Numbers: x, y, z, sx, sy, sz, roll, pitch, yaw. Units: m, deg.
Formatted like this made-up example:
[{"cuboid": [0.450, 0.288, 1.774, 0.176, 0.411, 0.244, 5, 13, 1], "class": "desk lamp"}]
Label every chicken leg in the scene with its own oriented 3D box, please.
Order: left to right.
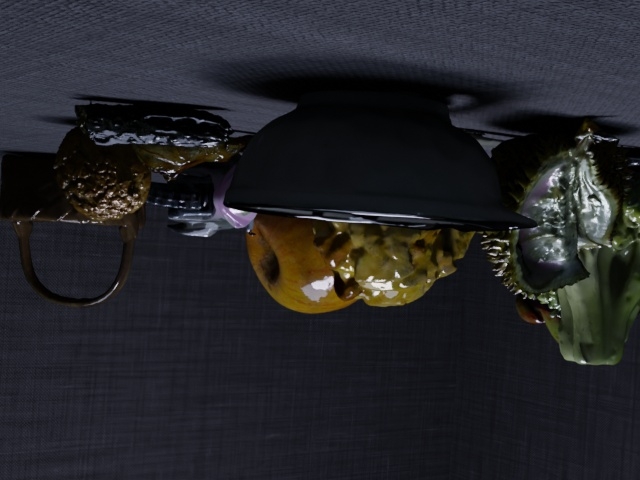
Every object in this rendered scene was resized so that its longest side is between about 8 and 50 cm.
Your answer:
[{"cuboid": [-0.162, -0.121, 1.342, 0.178, 0.070, 0.093, -9, 159, -22], "class": "chicken leg"}]

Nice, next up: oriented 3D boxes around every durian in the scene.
[{"cuboid": [0.241, -0.060, 1.095, 0.193, 0.237, 0.138, -16, -129, -24], "class": "durian"}]

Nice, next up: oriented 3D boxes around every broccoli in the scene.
[{"cuboid": [0.397, 0.032, 1.411, 0.293, 0.281, 0.347, 5, -179, 29], "class": "broccoli"}]

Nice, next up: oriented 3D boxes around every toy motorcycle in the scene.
[{"cuboid": [-0.155, -0.079, 1.687, 0.188, 0.143, 0.327, 4, -173, 19], "class": "toy motorcycle"}]

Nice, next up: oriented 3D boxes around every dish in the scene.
[{"cuboid": [0.051, -0.076, 0.974, 0.303, 0.120, 0.303, 4, 180, 0], "class": "dish"}]

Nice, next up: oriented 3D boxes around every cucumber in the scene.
[{"cuboid": [-0.187, -0.130, 1.135, 0.181, 0.053, 0.053, 2, 180, -5], "class": "cucumber"}]

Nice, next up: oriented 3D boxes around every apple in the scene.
[{"cuboid": [0.000, 0.000, 2.124, 0.275, 0.299, 0.299, -26, -168, -23], "class": "apple"}]

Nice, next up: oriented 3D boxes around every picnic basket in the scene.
[{"cuboid": [-0.521, -0.015, 2.133, 0.293, 0.337, 0.337, 4, 180, 19], "class": "picnic basket"}]

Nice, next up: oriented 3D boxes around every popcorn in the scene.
[{"cuboid": [0.138, -0.002, 1.838, 0.332, 0.265, 0.225, -16, -141, -26], "class": "popcorn"}]

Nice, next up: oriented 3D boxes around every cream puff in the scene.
[{"cuboid": [-0.305, -0.094, 1.386, 0.126, 0.144, 0.103, -36, 170, 31], "class": "cream puff"}]

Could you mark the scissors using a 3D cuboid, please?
[{"cuboid": [0.262, -0.110, 1.213, 0.300, 0.022, 0.109, 5, 175, -26], "class": "scissors"}]

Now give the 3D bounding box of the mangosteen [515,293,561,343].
[{"cuboid": [0.447, 0.036, 1.737, 0.288, 0.288, 0.288, 4, 180, 0], "class": "mangosteen"}]
